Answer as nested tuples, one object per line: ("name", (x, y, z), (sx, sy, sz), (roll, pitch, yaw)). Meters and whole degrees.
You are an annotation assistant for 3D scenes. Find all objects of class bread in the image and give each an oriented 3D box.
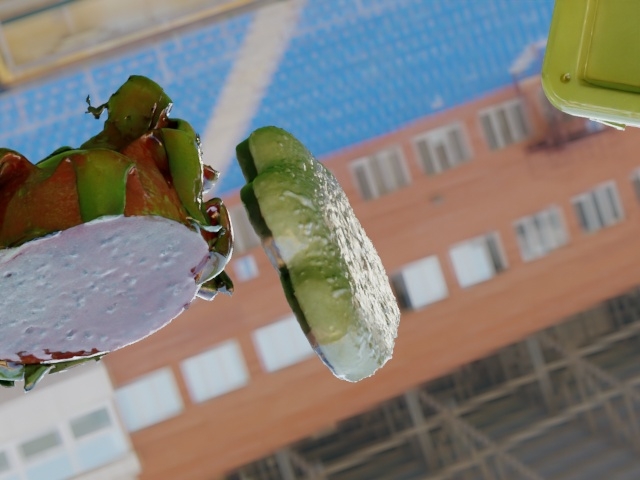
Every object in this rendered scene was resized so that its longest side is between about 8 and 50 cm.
("bread", (0.000, 0.000, 1.368), (0.056, 0.207, 0.286), (-27, -170, 8))

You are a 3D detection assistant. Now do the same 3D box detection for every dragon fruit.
("dragon fruit", (-0.108, -0.001, 0.799), (0.138, 0.142, 0.175), (-34, -148, 30))

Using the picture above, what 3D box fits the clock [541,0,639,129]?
("clock", (0.257, -0.135, 1.106), (0.202, 0.143, 0.096), (14, -175, 32))
